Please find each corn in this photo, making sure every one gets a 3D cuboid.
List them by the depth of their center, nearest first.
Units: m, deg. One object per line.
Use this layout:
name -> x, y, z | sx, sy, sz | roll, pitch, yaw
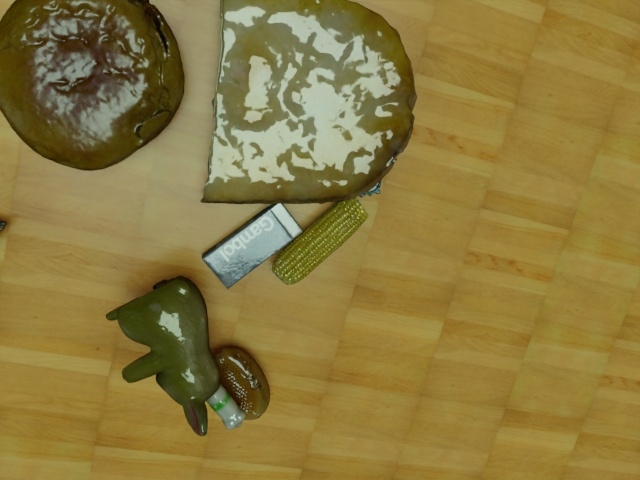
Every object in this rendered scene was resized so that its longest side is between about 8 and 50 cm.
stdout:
corn -> 0.000, 0.000, 1.208 | 0.248, 0.081, 0.081 | -41, 108, 1

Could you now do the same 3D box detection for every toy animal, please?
toy animal -> -0.293, 0.254, 1.133 | 0.181, 0.181, 0.362 | -8, 101, 23

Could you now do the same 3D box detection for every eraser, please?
eraser -> -0.149, 0.007, 1.198 | 0.213, 0.046, 0.091 | -37, 107, 0

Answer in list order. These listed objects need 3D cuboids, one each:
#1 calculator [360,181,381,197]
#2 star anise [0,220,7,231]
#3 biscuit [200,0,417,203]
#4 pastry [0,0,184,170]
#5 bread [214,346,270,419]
calculator -> 0.106, -0.167, 1.219 | 0.094, 0.019, 0.141 | -8, 107, -8
star anise -> -0.755, 0.050, 1.067 | 0.199, 0.110, 0.257 | 17, 108, -30
biscuit -> -0.023, -0.287, 1.118 | 0.447, 0.104, 0.428 | -1, 101, -8
pastry -> -0.426, -0.301, 1.009 | 0.357, 0.164, 0.355 | -3, 107, -9
bread -> -0.182, 0.324, 1.258 | 0.114, 0.077, 0.189 | -20, 101, 14
